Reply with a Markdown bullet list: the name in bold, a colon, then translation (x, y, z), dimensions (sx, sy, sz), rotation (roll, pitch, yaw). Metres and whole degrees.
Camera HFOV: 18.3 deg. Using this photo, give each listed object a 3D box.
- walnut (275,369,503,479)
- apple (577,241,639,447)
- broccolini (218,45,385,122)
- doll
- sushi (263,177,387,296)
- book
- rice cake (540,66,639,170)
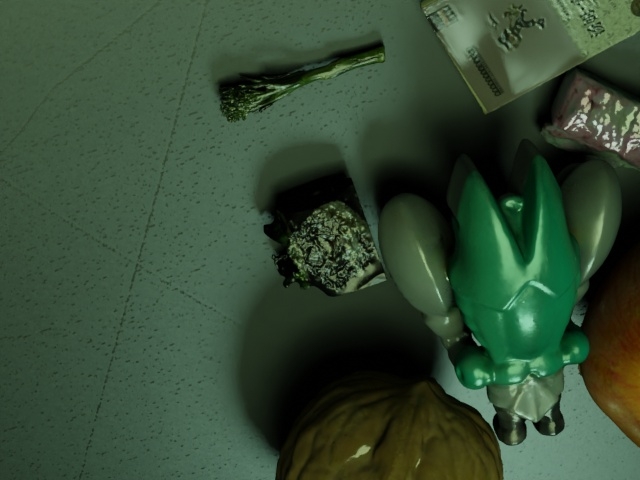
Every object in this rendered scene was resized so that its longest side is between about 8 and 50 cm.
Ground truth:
- **walnut**: translation (0.059, 0.209, 1.697), dimensions (0.213, 0.213, 0.213), rotation (-5, 123, -8)
- **apple**: translation (0.318, 0.089, 1.669), dimensions (0.209, 0.164, 0.209), rotation (6, 123, 10)
- **broccolini**: translation (-0.013, -0.123, 1.567), dimensions (0.140, 0.030, 0.035), rotation (-17, 132, -5)
- **doll**: translation (0.138, 0.034, 1.622), dimensions (0.195, 0.153, 0.258), rotation (10, 112, -24)
- **sushi**: translation (0.000, 0.000, 1.626), dimensions (0.084, 0.056, 0.083), rotation (-19, 124, 0)
- **book**: translation (0.182, -0.185, 1.555), dimensions (0.181, 0.014, 0.127), rotation (-28, 131, 11)
- **rice cake**: translation (0.309, -0.057, 1.655), dimensions (0.290, 0.051, 0.081), rotation (25, 118, -24)
